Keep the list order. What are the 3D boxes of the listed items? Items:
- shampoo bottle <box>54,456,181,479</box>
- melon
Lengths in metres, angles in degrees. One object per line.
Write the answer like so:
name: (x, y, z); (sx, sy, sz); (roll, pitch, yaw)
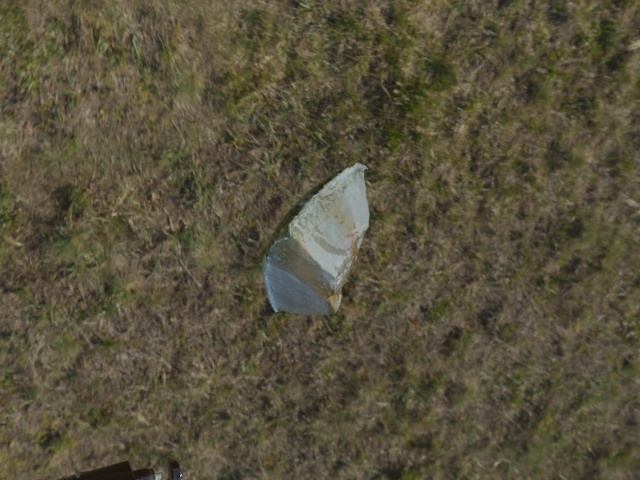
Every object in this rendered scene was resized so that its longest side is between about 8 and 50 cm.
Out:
shampoo bottle: (-0.314, 0.355, 0.861); (0.237, 0.068, 0.067); (-4, 118, -31)
melon: (-0.004, -0.002, 0.681); (0.202, 0.093, 0.139); (-64, 156, 0)
